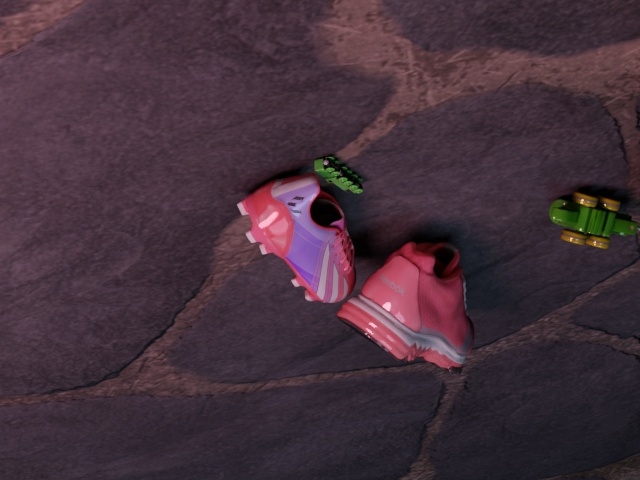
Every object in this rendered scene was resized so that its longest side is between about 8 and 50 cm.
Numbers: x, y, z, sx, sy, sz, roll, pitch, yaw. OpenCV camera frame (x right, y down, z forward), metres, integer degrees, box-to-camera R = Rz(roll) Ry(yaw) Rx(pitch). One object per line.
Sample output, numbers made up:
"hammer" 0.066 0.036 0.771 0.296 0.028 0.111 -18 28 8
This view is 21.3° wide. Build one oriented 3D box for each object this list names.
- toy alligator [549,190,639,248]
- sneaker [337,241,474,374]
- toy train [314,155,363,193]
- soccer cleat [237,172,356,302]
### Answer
"toy alligator" 0.319 -0.024 1.944 0.189 0.056 0.051 7 -169 -38
"sneaker" 0.135 0.070 1.987 0.136 0.116 0.314 -57 161 7
"toy train" 0.019 -0.066 1.753 0.023 0.017 0.083 -12 158 24
"soccer cleat" 0.000 0.000 1.817 0.095 0.083 0.248 -24 151 14
